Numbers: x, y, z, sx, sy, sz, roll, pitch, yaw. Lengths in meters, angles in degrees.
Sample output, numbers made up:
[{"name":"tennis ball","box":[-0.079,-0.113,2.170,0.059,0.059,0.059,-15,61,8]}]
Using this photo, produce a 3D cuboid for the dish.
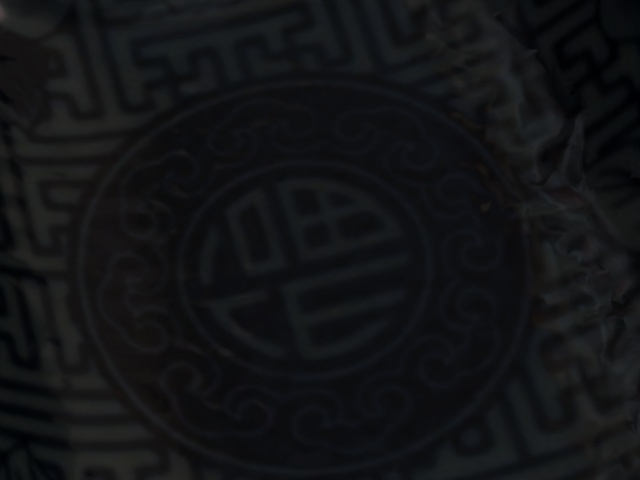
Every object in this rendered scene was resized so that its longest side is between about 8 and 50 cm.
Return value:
[{"name":"dish","box":[0.000,0.000,0.353,0.182,0.243,0.080,-14,147,-7]}]
